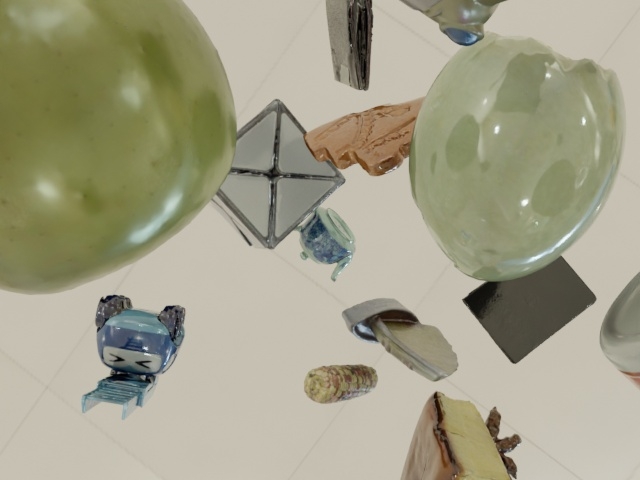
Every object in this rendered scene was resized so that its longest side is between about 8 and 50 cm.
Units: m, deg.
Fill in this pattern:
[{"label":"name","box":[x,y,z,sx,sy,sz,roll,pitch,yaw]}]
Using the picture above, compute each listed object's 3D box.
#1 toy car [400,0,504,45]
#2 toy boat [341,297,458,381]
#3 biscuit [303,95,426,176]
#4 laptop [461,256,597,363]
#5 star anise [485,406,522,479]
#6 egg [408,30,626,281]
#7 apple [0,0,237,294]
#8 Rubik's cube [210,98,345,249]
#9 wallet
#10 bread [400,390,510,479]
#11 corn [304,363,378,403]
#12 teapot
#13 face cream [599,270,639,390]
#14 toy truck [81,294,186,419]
[{"label":"toy car","box":[0.217,-0.350,0.582,0.226,0.242,0.336,20,77,-26]},{"label":"toy boat","box":[0.214,0.243,1.597,0.293,0.276,0.111,34,108,26]},{"label":"biscuit","box":[0.091,-0.207,1.256,0.306,0.284,0.043,2,127,33]},{"label":"laptop","box":[0.347,0.099,1.087,0.197,0.016,0.135,-32,74,-15]},{"label":"star anise","box":[0.406,0.503,1.597,0.196,0.111,0.212,-33,46,-32]},{"label":"egg","box":[0.259,-0.105,0.911,0.278,0.278,0.336,19,112,6]},{"label":"apple","box":[-0.267,-0.131,0.656,0.357,0.357,0.357,0,90,6]},{"label":"Rubik's cube","box":[-0.133,-0.145,1.564,0.260,0.259,0.255,-41,99,-9]},{"label":"wallet","box":[0.071,-0.543,1.750,0.071,0.221,0.262,-12,114,-16]},{"label":"bread","box":[0.264,0.541,1.398,0.143,0.323,0.333,14,101,-3]},{"label":"corn","box":[0.057,0.329,1.516,0.086,0.253,0.086,-5,80,33]},{"label":"teapot","box":[0.000,0.000,1.755,0.159,0.159,0.232,-41,100,5]},{"label":"face cream","box":[0.417,0.103,0.652,0.187,0.201,0.201,43,94,3]},{"label":"toy truck","box":[-0.131,0.076,0.455,0.063,0.136,0.074,11,82,-5]}]
